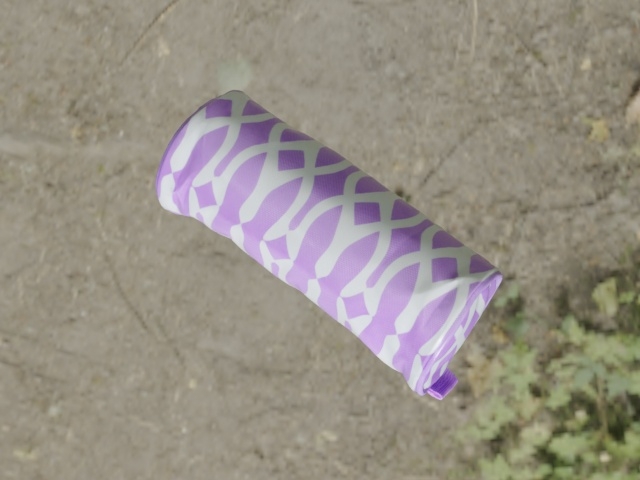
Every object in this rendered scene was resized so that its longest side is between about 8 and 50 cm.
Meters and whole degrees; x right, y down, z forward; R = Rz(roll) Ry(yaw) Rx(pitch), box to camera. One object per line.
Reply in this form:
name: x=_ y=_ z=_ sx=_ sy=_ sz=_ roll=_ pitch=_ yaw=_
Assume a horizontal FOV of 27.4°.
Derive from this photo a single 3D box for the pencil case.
pencil case: x=0.000 y=0.000 z=0.733 sx=0.206 sy=0.086 sz=0.088 roll=36 pitch=128 yaw=16
